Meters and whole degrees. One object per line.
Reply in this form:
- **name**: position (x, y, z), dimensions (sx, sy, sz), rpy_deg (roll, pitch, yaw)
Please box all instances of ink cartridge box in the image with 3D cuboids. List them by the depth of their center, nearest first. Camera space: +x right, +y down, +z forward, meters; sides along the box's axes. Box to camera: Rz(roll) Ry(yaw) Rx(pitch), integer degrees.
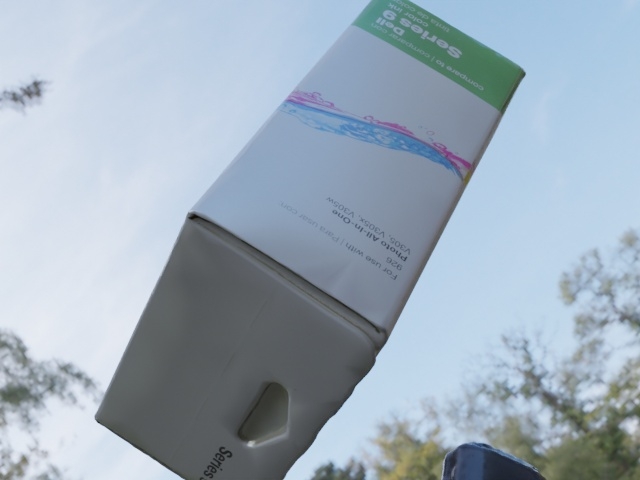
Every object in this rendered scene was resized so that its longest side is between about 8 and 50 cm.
- **ink cartridge box**: position (0.000, 0.000, 0.472), dimensions (0.154, 0.093, 0.212), rpy_deg (-59, 0, 44)

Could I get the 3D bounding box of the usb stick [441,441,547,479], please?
- **usb stick**: position (0.085, 0.230, 0.537), dimensions (0.045, 0.077, 0.278), rpy_deg (-50, 14, 40)
